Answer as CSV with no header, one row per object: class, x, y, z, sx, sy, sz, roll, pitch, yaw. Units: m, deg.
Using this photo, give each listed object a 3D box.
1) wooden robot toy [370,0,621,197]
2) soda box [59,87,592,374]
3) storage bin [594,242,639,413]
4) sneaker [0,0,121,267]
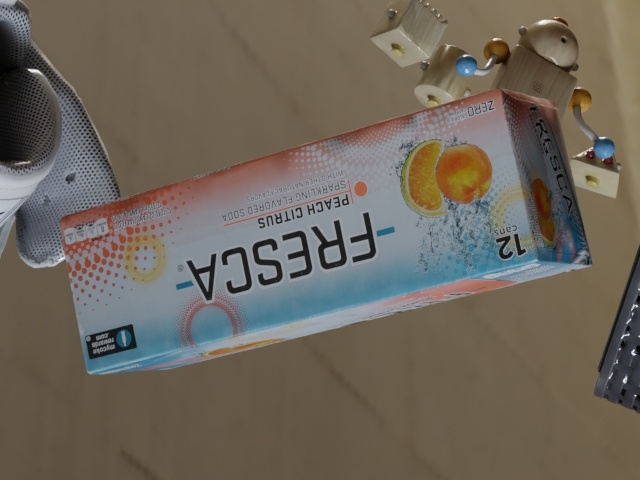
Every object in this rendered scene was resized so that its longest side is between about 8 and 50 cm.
wooden robot toy,0.113,-0.097,1.124,0.173,0.076,0.079,30,-115,-9
soda box,0.000,0.000,0.696,0.058,0.183,0.063,4,-106,-63
storage bin,0.183,-0.013,0.787,0.122,0.084,0.180,-55,-18,-46
sneaker,-0.212,0.034,0.902,0.137,0.210,0.366,10,-101,-48
